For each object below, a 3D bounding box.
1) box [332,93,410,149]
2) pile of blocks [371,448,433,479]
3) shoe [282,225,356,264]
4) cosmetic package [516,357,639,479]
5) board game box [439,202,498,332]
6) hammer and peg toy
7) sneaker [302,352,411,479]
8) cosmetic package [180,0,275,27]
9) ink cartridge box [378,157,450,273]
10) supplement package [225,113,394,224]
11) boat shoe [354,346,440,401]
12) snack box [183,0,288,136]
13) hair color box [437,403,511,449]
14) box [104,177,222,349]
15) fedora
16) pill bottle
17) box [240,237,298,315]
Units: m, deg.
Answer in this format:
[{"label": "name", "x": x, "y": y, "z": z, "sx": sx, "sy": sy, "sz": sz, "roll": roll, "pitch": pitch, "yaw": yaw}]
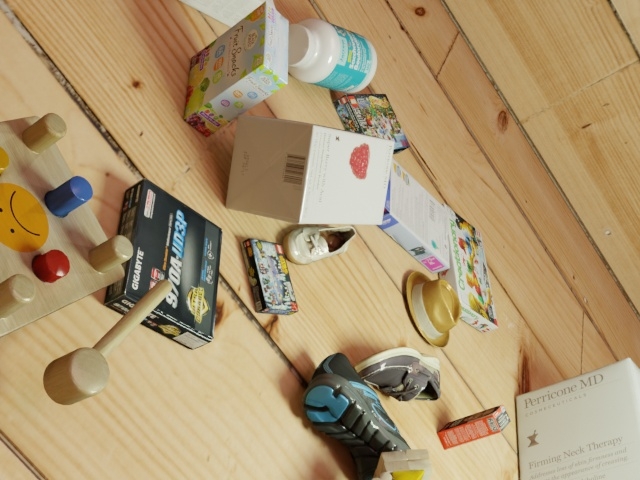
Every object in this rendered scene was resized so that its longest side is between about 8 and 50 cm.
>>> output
[{"label": "box", "x": 0.134, "y": -0.293, "z": 2.089, "sx": 0.233, "sy": 0.044, "sz": 0.159, "roll": -19, "pitch": 83, "yaw": -59}, {"label": "pile of blocks", "x": 0.072, "y": 0.472, "z": 1.281, "sx": 0.149, "sy": 0.113, "sz": 0.362, "roll": 33, "pitch": 41, "yaw": 27}, {"label": "shoe", "x": 0.000, "y": 0.000, "z": 1.650, "sx": 0.219, "sy": 0.058, "sz": 0.077, "roll": -11, "pitch": 77, "yaw": -58}, {"label": "cosmetic package", "x": 0.708, "y": 0.576, "z": 2.016, "sx": 0.327, "sy": 0.329, "sz": 0.394, "roll": 44, "pitch": 35, "yaw": -28}, {"label": "board game box", "x": 0.377, "y": 0.073, "z": 2.169, "sx": 0.193, "sy": 0.053, "sz": 0.306, "roll": 32, "pitch": 43, "yaw": -41}, {"label": "hammer and peg toy", "x": -0.357, "y": 0.021, "z": 1.032, "sx": 0.361, "sy": 0.127, "sz": 0.266, "roll": 61, "pitch": 29, "yaw": -3}, {"label": "sneaker", "x": 0.101, "y": 0.349, "z": 1.476, "sx": 0.341, "sy": 0.125, "sz": 0.140, "roll": 57, "pitch": 23, "yaw": -17}, {"label": "cosmetic package", "x": -0.209, "y": -0.513, "z": 1.690, "sx": 0.239, "sy": 0.098, "sz": 0.061, "roll": 15, "pitch": 53, "yaw": -52}, {"label": "ink cartridge box", "x": 0.212, "y": -0.073, "z": 2.019, "sx": 0.311, "sy": 0.065, "sz": 0.186, "roll": 41, "pitch": 40, "yaw": -37}, {"label": "supplement package", "x": -0.012, "y": -0.129, "z": 1.558, "sx": 0.293, "sy": 0.175, "sz": 0.178, "roll": -2, "pitch": 102, "yaw": -56}, {"label": "boat shoe", "x": 0.171, "y": 0.278, "z": 1.659, "sx": 0.285, "sy": 0.102, "sz": 0.092, "roll": 22, "pitch": 45, "yaw": -56}, {"label": "snack box", "x": -0.154, "y": -0.314, "z": 1.512, "sx": 0.070, "sy": 0.207, "sz": 0.175, "roll": 35, "pitch": 40, "yaw": -39}, {"label": "hair color box", "x": 0.329, "y": 0.400, "z": 1.760, "sx": 0.072, "sy": 0.141, "sz": 0.043, "roll": -17, "pitch": 81, "yaw": -59}, {"label": "box", "x": -0.236, "y": 0.037, "z": 1.274, "sx": 0.175, "sy": 0.051, "sz": 0.220, "roll": 36, "pitch": 40, "yaw": -38}, {"label": "fedora", "x": 0.277, "y": 0.154, "z": 1.931, "sx": 0.194, "sy": 0.079, "sz": 0.194, "roll": 35, "pitch": 41, "yaw": -38}, {"label": "pill bottle", "x": 0.011, "y": -0.430, "z": 1.909, "sx": 0.264, "sy": 0.146, "sz": 0.146, "roll": -2, "pitch": 69, "yaw": -57}, {"label": "box", "x": -0.092, "y": 0.067, "z": 1.491, "sx": 0.094, "sy": 0.027, "sz": 0.137, "roll": 12, "pitch": 57, "yaw": -54}]
